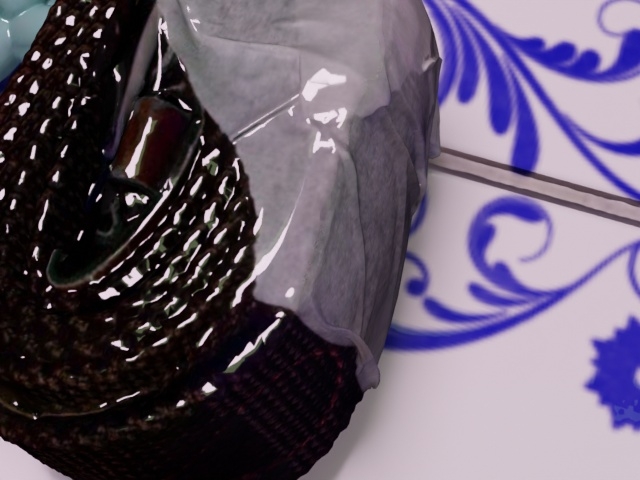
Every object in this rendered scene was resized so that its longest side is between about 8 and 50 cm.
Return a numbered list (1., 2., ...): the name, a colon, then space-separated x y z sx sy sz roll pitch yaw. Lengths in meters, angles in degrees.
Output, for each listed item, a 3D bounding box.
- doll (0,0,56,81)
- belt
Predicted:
1. doll: -0.186 -0.098 0.633 0.159 0.059 0.159 21 71 8
2. belt: -0.053 -0.034 0.541 0.184 0.164 0.289 7 66 25
